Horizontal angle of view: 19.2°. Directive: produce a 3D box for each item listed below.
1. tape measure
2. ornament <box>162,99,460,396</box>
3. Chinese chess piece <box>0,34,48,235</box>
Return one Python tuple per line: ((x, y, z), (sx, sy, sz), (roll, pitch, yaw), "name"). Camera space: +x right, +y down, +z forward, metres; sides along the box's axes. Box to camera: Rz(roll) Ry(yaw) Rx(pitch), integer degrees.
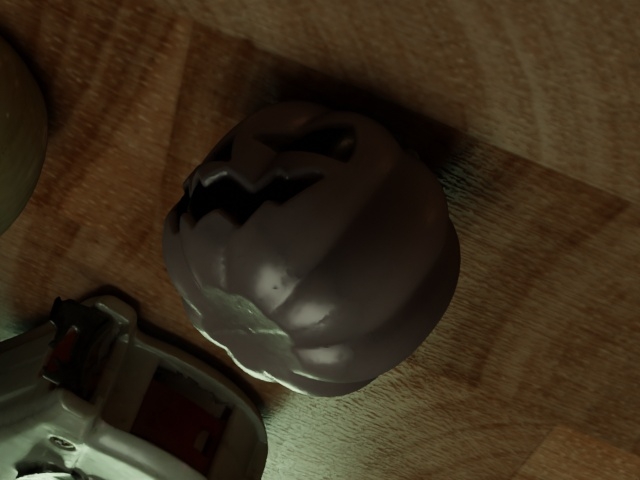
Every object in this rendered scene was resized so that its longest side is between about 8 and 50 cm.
((-0.178, 0.164, 1.597), (0.265, 0.130, 0.258), (34, 149, -22), "tape measure")
((-0.001, 0.000, 1.138), (0.177, 0.177, 0.177), (18, 153, 9), "ornament")
((-0.308, -0.088, 1.256), (0.257, 0.104, 0.257), (18, 153, 9), "Chinese chess piece")
